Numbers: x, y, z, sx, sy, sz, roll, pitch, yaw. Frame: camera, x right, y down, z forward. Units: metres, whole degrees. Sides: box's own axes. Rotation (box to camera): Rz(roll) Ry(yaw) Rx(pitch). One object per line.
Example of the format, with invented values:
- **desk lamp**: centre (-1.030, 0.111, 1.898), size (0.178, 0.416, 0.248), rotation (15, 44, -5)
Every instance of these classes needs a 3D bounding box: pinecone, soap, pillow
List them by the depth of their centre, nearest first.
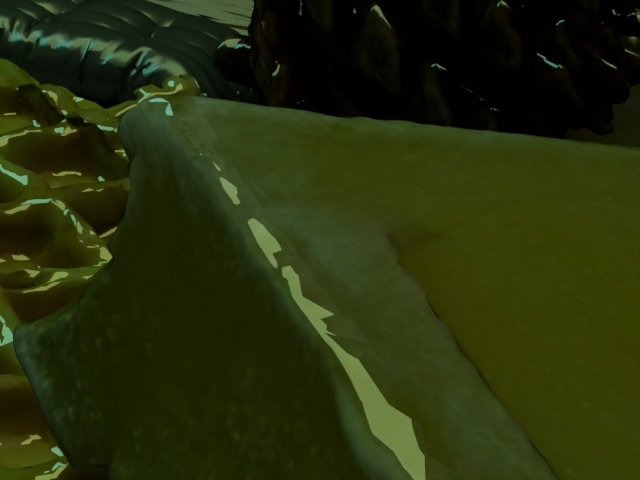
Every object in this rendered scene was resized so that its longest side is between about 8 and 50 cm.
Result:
- **soap**: centre (0.108, 0.061, 0.431), size (0.315, 0.091, 0.199), rotation (3, 39, -37)
- **pinecone**: centre (0.071, -0.121, 1.077), size (0.273, 0.224, 0.224), rotation (-10, 9, 7)
- **pillow**: centre (-0.200, -0.118, 1.176), size (0.326, 0.101, 0.228), rotation (11, 14, 5)

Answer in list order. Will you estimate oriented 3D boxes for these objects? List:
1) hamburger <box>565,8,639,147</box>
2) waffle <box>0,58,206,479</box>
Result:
- **hamburger**: centre (0.251, -0.147, 1.361), size (0.268, 0.287, 0.445), rotation (-23, 23, 11)
- **waffle**: centre (-0.094, 0.017, 0.543), size (0.307, 0.060, 0.312), rotation (6, 29, -7)
